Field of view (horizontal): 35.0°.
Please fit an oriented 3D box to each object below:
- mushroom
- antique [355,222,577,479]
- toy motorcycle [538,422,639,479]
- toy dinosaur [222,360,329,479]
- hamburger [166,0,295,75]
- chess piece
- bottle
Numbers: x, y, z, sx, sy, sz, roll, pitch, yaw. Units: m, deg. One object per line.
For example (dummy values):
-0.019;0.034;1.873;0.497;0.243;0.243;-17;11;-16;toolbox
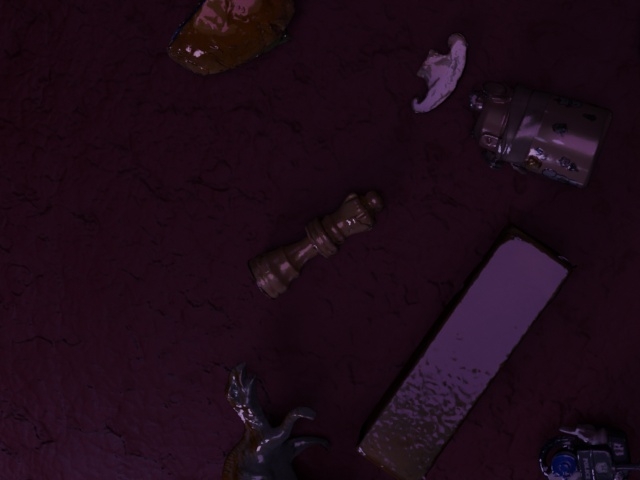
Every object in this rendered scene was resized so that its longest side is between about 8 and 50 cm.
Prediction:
0.134;-0.186;1.137;0.049;0.019;0.101;33;99;2;mushroom
0.160;0.125;1.141;0.087;0.093;0.310;33;102;2;antique
0.330;0.311;1.145;0.150;0.102;0.221;-9;97;22;toy motorcycle
-0.017;0.336;1.200;0.205;0.092;0.393;1;100;8;toy dinosaur
-0.086;-0.247;1.126;0.102;0.087;0.176;41;99;2;hamburger
0.000;-0.001;1.168;0.172;0.060;0.060;-34;92;9;chess piece
0.230;-0.118;1.101;0.152;0.099;0.099;18;101;12;bottle
